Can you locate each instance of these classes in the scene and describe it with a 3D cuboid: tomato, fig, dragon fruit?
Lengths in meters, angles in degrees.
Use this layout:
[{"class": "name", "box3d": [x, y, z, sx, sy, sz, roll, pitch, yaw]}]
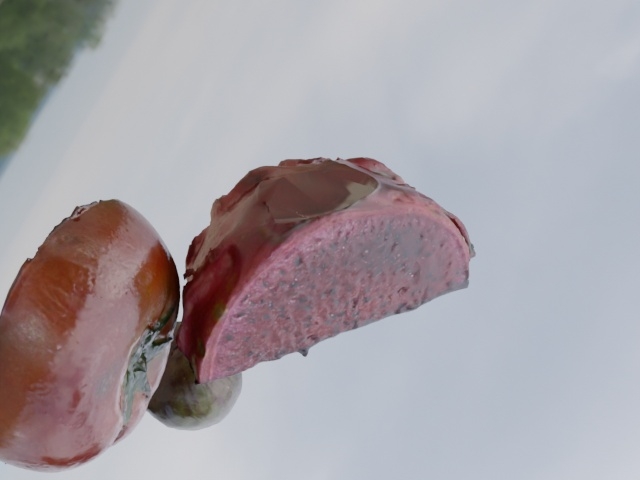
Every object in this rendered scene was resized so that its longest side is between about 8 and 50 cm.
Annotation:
[{"class": "tomato", "box3d": [-0.169, 0.080, 1.144, 0.225, 0.085, 0.225, 19, 90, -74]}, {"class": "fig", "box3d": [-0.122, 0.142, 1.440, 0.103, 0.155, 0.109, -20, -130, 6]}, {"class": "dragon fruit", "box3d": [0.000, 0.000, 1.197, 0.189, 0.261, 0.163, 120, -49, -63]}]
